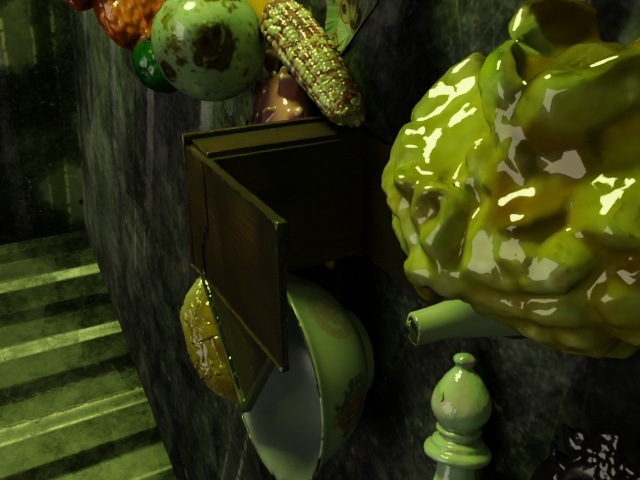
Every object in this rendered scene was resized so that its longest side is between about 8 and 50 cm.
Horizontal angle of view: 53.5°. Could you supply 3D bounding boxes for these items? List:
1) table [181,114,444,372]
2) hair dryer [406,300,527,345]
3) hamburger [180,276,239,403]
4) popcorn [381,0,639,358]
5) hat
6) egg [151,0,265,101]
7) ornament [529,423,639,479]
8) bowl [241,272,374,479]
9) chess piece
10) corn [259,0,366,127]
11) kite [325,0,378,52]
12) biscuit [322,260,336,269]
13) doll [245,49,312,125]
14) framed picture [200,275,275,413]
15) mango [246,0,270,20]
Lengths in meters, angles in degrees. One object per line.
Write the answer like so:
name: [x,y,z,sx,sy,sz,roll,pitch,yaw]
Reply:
table: [-0.006,-0.020,0.793,0.282,0.250,0.196,40,134,51]
hair dryer: [0.139,0.080,0.650,0.199,0.167,0.067,-34,66,61]
hamburger: [-0.152,0.168,1.195,0.309,0.211,0.132,70,156,10]
popcorn: [0.179,-0.043,0.475,0.258,0.224,0.270,-33,62,44]
hat: [-0.399,-0.533,1.411,0.400,0.285,0.285,56,158,-18]
egg: [-0.167,-0.295,0.944,0.231,0.169,0.169,-88,-12,-85]
ornament: [0.278,0.305,0.575,0.251,0.106,0.260,50,134,30]
bowl: [-0.018,0.190,0.994,0.345,0.157,0.346,26,120,57]
chess piece: [0.162,0.267,0.759,0.139,0.139,0.272,12,100,60]
corn: [-0.012,-0.246,0.875,0.237,0.079,0.079,61,148,28]
kite: [0.008,-0.350,0.887,0.250,0.012,0.229,44,137,49]
biscuit: [0.000,0.000,1.039,0.081,0.018,0.083,30,127,54]
doll: [-0.066,-0.183,1.000,0.211,0.093,0.262,148,118,-66]
framed picture: [-0.138,0.102,1.015,0.289,0.016,0.213,67,150,30]
mango: [-0.086,-0.365,1.007,0.114,0.057,0.079,62,142,21]
